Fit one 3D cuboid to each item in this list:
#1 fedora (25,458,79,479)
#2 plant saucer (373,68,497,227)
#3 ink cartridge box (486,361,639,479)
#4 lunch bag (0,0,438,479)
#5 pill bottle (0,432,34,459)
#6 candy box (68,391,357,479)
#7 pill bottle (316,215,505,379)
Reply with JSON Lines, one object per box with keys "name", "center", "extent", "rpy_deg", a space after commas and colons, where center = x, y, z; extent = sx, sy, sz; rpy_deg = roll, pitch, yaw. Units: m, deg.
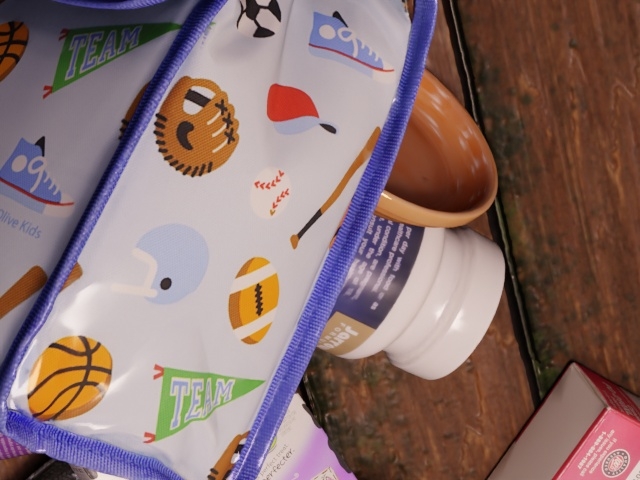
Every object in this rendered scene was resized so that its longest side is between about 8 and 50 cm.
{"name": "fedora", "center": [-0.139, 0.323, 1.173], "extent": [0.334, 0.152, 0.334], "rpy_deg": [-5, 114, -10]}
{"name": "plant saucer", "center": [0.043, -0.082, 1.051], "extent": [0.200, 0.200, 0.037], "rpy_deg": [28, 126, -19]}
{"name": "ink cartridge box", "center": [0.282, 0.244, 1.263], "extent": [0.237, 0.100, 0.172], "rpy_deg": [29, 102, -20]}
{"name": "lunch bag", "center": [-0.133, -0.077, 0.874], "extent": [0.239, 0.328, 0.385], "rpy_deg": [35, 79, -45]}
{"name": "pill bottle", "center": [-0.282, 0.123, 1.098], "extent": [0.193, 0.108, 0.108], "rpy_deg": [-11, 112, -8]}
{"name": "candy box", "center": [-0.077, 0.181, 1.063], "extent": [0.165, 0.070, 0.196], "rpy_deg": [-35, 95, -20]}
{"name": "pill bottle", "center": [0.000, 0.000, 1.087], "extent": [0.265, 0.153, 0.153], "rpy_deg": [26, 103, -19]}
